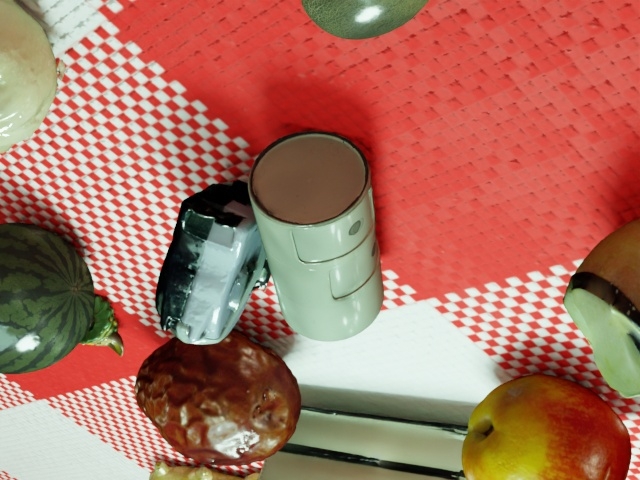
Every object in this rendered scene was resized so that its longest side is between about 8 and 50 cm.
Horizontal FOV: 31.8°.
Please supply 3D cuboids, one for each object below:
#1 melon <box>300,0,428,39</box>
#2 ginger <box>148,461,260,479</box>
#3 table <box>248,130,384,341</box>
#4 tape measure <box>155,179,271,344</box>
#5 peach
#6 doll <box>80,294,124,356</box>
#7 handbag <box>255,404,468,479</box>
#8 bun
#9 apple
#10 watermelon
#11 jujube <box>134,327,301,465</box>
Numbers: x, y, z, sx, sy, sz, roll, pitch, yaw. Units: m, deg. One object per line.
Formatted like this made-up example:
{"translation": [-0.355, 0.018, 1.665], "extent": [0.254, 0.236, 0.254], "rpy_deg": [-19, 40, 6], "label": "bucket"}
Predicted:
{"translation": [0.041, -0.214, 0.904], "extent": [0.130, 0.098, 0.098], "rpy_deg": [-16, 131, 39], "label": "melon"}
{"translation": [-0.199, 0.457, 2.054], "extent": [0.298, 0.065, 0.118], "rpy_deg": [0, 128, 30], "label": "ginger"}
{"translation": [0.000, 0.000, 1.212], "extent": [0.126, 0.126, 0.220], "rpy_deg": [13, 146, 16], "label": "table"}
{"translation": [-0.114, 0.024, 1.271], "extent": [0.107, 0.181, 0.182], "rpy_deg": [22, 115, 9], "label": "tape measure"}
{"translation": [0.275, 0.260, 1.368], "extent": [0.192, 0.190, 0.190], "rpy_deg": [26, 148, -3], "label": "peach"}
{"translation": [-0.324, 0.122, 1.674], "extent": [0.078, 0.077, 0.113], "rpy_deg": [37, -175, 26], "label": "doll"}
{"translation": [0.097, 0.351, 1.636], "extent": [0.358, 0.160, 0.237], "rpy_deg": [3, 148, 30], "label": "handbag"}
{"translation": [-0.406, -0.179, 1.181], "extent": [0.259, 0.160, 0.259], "rpy_deg": [19, 146, 13], "label": "bun"}
{"translation": [0.335, 0.066, 1.062], "extent": [0.207, 0.174, 0.188], "rpy_deg": [12, 173, 7], "label": "apple"}
{"translation": [-0.414, 0.079, 1.515], "extent": [0.212, 0.212, 0.212], "rpy_deg": [16, 147, 11], "label": "watermelon"}
{"translation": [-0.148, 0.217, 1.563], "extent": [0.290, 0.197, 0.197], "rpy_deg": [5, 146, 52], "label": "jujube"}
